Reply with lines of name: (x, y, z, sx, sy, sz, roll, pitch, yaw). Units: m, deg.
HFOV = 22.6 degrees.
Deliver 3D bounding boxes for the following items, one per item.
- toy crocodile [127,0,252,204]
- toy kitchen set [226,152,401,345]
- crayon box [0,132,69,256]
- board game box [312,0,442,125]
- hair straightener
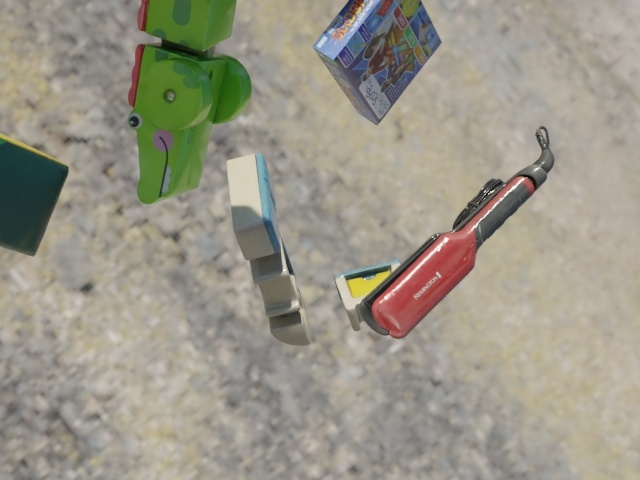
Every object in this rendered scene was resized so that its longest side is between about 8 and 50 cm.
toy crocodile: (-0.118, -0.197, 1.424, 0.105, 0.340, 0.115, 18, 20, 18)
toy kitchen set: (0.000, 0.000, 1.842, 0.122, 0.166, 0.207, -100, 174, -47)
crayon box: (-0.467, -0.113, 1.476, 0.363, 0.106, 0.313, 21, -1, 24)
board game box: (0.071, -0.233, 1.901, 0.035, 0.136, 0.201, 36, -6, 24)
hair straightener: (0.116, -0.010, 1.358, 0.047, 0.230, 0.089, 43, -11, -11)
